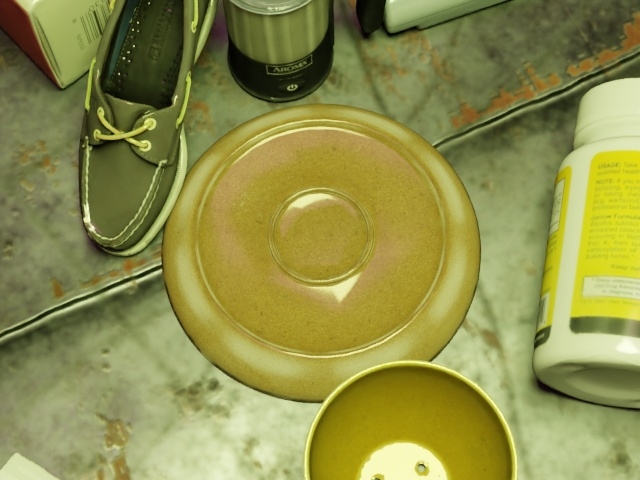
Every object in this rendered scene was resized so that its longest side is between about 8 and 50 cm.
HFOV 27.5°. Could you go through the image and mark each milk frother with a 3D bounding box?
[{"bbox_3d":[-0.029,-0.203,0.974,0.129,0.134,0.143,-30,72,-11],"label":"milk frother"}]

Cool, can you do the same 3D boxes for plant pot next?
[{"bbox_3d":[0.057,0.156,0.858,0.134,0.095,0.134,0,69,1],"label":"plant pot"},{"bbox_3d":[0.000,0.000,0.952,0.236,0.032,0.236,-1,69,1],"label":"plant pot"}]

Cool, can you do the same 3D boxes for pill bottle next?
[{"bbox_3d":[0.217,0.001,0.902,0.119,0.119,0.208,10,70,4],"label":"pill bottle"}]

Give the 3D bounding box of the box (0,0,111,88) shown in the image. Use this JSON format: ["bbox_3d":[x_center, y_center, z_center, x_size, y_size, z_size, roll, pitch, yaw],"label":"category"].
[{"bbox_3d":[-0.226,-0.259,1.002,0.149,0.127,0.232,-41,74,-13],"label":"box"}]

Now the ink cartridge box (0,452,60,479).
[{"bbox_3d":[-0.202,0.251,0.866,0.145,0.045,0.179,29,54,12],"label":"ink cartridge box"}]

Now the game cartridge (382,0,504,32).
[{"bbox_3d":[0.092,-0.324,1.064,0.198,0.062,0.297,-21,70,-3],"label":"game cartridge"}]

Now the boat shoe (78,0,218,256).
[{"bbox_3d":[-0.133,-0.101,0.938,0.081,0.069,0.227,13,92,10],"label":"boat shoe"}]
